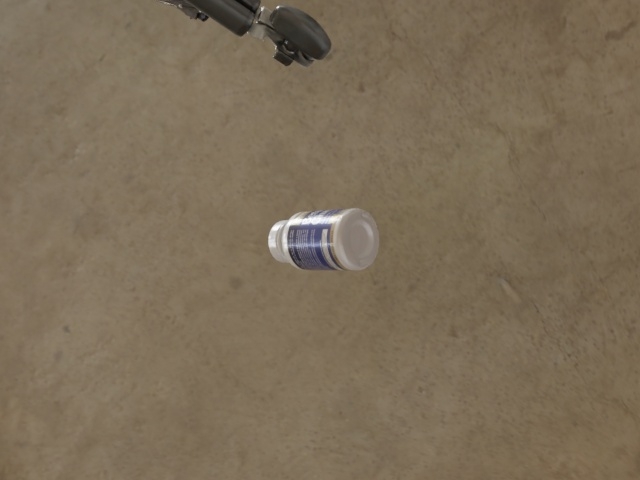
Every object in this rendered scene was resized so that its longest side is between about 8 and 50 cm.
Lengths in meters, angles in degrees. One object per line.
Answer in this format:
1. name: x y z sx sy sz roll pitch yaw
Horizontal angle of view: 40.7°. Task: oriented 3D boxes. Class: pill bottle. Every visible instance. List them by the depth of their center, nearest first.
1. pill bottle: 0.000 0.000 1.338 0.169 0.094 0.094 -2 71 45

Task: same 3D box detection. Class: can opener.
1. can opener: -0.112 -0.353 1.286 0.093 0.280 0.074 -46 22 44

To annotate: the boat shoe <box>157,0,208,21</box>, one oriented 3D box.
1. boat shoe: -0.201 -0.406 1.456 0.228 0.076 0.080 9 39 32
